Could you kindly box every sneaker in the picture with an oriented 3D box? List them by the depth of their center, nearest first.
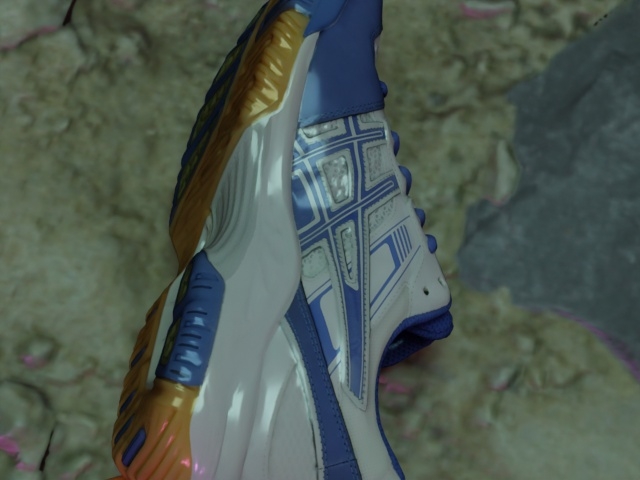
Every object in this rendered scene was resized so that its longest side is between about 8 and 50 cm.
[{"bbox_3d":[0.000,0.000,0.898,0.131,0.112,0.296,22,61,-14],"label":"sneaker"}]

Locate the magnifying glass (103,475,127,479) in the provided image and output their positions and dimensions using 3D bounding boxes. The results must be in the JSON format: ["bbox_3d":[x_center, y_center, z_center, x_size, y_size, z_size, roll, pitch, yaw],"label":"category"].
[{"bbox_3d":[-0.167,0.139,0.844,0.231,0.026,0.092,-14,63,-11],"label":"magnifying glass"}]
